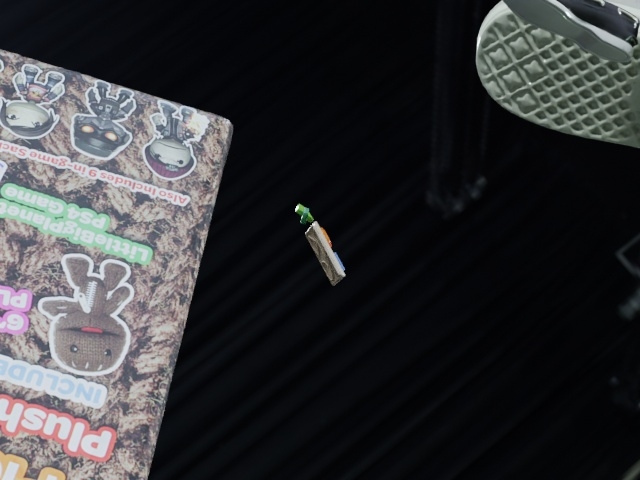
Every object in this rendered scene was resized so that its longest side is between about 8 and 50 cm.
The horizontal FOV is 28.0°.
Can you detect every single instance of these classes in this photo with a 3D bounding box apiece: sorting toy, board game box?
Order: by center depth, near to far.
[{"bbox_3d":[-0.153,0.100,0.569,0.141,0.291,0.232,16,-41,-7],"label":"board game box"},{"bbox_3d":[0.000,0.000,1.195,0.083,0.012,0.062,62,-10,6],"label":"sorting toy"}]

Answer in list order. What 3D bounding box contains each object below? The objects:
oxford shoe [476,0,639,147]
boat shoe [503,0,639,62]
[{"bbox_3d":[0.356,-0.123,1.098,0.449,0.130,0.169,22,-53,16],"label":"oxford shoe"},{"bbox_3d":[0.198,-0.182,1.007,0.125,0.038,0.046,23,-12,-15],"label":"boat shoe"}]
